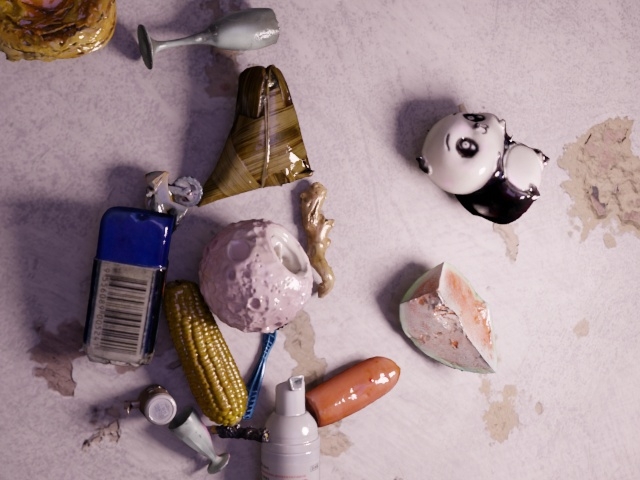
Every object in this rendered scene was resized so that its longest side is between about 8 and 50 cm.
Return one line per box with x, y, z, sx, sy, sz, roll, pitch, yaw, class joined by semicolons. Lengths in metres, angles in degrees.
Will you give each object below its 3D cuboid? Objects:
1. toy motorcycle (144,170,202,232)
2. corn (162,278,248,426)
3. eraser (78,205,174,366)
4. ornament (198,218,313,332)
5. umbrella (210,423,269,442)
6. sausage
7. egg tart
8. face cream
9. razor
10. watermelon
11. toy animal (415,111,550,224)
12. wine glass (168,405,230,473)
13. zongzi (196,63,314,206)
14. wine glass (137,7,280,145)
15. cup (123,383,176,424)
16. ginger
-0.367;-0.060;1.574;0.130;0.094;0.229;34;91;-17;toy motorcycle
-0.265;0.258;1.613;0.120;0.120;0.363;-25;97;-21;corn
-0.410;0.097;1.508;0.155;0.101;0.332;9;100;-8;eraser
-0.152;0.082;1.586;0.225;0.259;0.259;-35;110;22;ornament
-0.189;0.446;1.652;0.037;0.144;0.040;-50;137;-61;umbrella
0.085;0.371;1.773;0.259;0.113;0.113;-24;101;-22;sausage
-0.567;-0.475;1.453;0.297;0.132;0.297;3;79;-14;egg tart
-0.070;0.495;1.692;0.145;0.145;0.369;0;91;-24;face cream
-0.146;0.306;1.707;0.082;0.042;0.253;14;86;18;razor
0.346;0.218;1.848;0.224;0.180;0.305;-41;109;-2;watermelon
0.406;-0.195;1.840;0.310;0.251;0.251;32;79;-9;toy animal
-0.278;0.462;1.641;0.073;0.073;0.155;-41;110;-17;wine glass
-0.186;-0.234;1.617;0.288;0.134;0.285;-20;107;-14;zongzi
-0.244;-0.388;1.644;0.310;0.096;0.264;-17;122;-23;wine glass
-0.376;0.360;1.574;0.102;0.099;0.074;27;81;-23;cup
0.000;0.000;1.750;0.089;0.075;0.288;-10;92;-28;ginger
